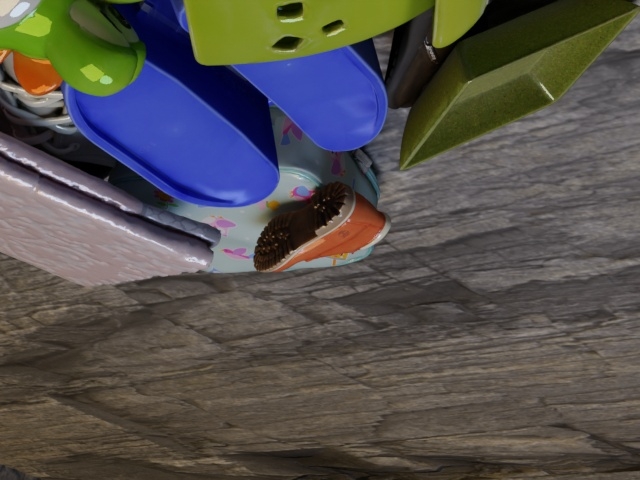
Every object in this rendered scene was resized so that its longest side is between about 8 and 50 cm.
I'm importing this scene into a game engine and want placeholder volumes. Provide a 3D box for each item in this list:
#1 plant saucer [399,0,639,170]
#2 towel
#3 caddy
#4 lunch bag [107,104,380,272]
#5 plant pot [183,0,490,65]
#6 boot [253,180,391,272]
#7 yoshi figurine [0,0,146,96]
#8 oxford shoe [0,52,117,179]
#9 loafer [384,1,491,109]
[{"bbox_3d":[0.162,-0.148,1.259,0.188,0.045,0.188,-24,168,-23],"label":"plant saucer"},{"bbox_3d":[-0.308,-0.036,1.499,0.317,0.053,0.332,25,162,-29],"label":"towel"},{"bbox_3d":[-0.091,-0.180,1.217,0.241,0.179,0.341,-28,147,17],"label":"caddy"},{"bbox_3d":[-0.079,-0.062,1.573,0.279,0.108,0.224,-4,146,26],"label":"lunch bag"},{"bbox_3d":[0.016,-0.262,0.950,0.207,0.227,0.228,2,155,3],"label":"plant pot"},{"bbox_3d":[0.000,0.000,1.486,0.084,0.059,0.158,23,142,-38],"label":"boot"},{"bbox_3d":[-0.227,-0.272,0.999,0.362,0.203,0.203,47,138,-10],"label":"yoshi figurine"},{"bbox_3d":[-0.256,-0.159,1.386,0.169,0.130,0.449,13,159,-3],"label":"oxford shoe"},{"bbox_3d":[0.107,-0.177,1.264,0.078,0.080,0.220,13,156,-4],"label":"loafer"}]
